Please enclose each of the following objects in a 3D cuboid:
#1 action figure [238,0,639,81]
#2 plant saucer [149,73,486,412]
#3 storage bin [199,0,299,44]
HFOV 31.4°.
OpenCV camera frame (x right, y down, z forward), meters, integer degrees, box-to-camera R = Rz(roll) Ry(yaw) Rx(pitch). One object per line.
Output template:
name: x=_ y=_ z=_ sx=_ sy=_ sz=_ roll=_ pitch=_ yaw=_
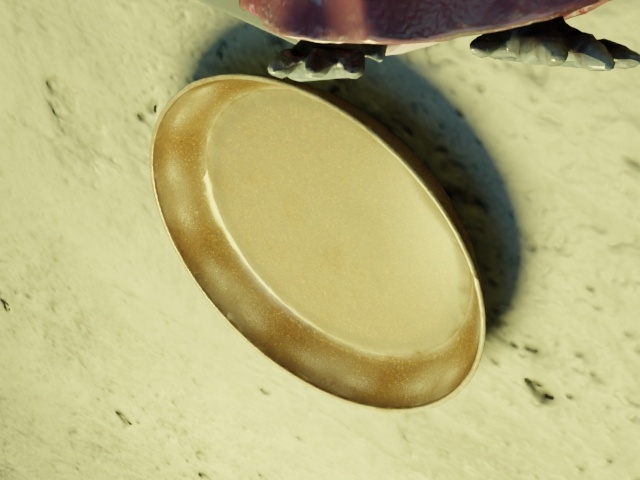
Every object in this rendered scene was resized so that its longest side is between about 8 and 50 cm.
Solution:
action figure: x=0.063 y=-0.255 z=0.466 sx=0.248 sy=0.276 sz=0.370 roll=-3 pitch=101 yaw=7
plant saucer: x=0.000 y=0.000 z=0.878 sx=0.311 sy=0.050 sz=0.310 roll=25 pitch=138 yaw=25
storage bin: x=-0.012 y=-0.166 z=0.698 sx=0.135 sy=0.091 sz=0.098 roll=29 pitch=140 yaw=23
